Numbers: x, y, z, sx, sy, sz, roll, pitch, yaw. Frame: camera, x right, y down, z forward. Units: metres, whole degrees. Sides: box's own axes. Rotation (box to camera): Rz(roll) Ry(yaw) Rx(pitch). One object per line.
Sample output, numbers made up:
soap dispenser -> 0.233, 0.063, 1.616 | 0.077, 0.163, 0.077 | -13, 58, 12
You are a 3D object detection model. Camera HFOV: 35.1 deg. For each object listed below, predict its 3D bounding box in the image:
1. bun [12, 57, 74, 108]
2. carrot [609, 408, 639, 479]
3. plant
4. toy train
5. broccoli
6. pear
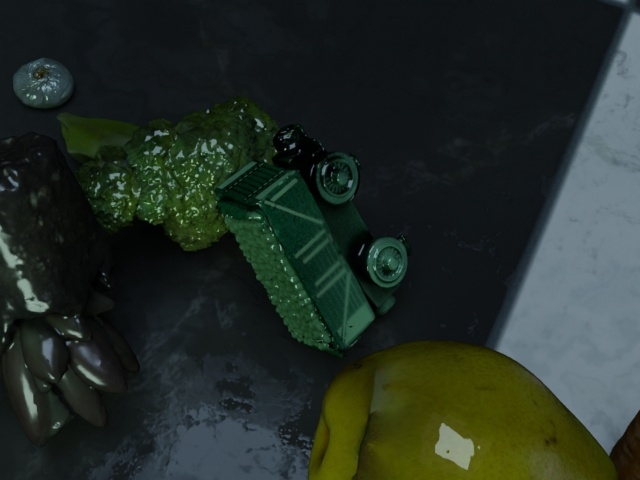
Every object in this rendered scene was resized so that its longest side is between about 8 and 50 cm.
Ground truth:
bun -> -0.383, -0.219, 1.395 | 0.083, 0.045, 0.083 | 0, 66, -1
carrot -> 0.369, 0.199, 1.081 | 0.072, 0.205, 0.072 | 3, 49, -3
plant -> -0.309, 0.053, 1.106 | 0.194, 0.320, 0.181 | -3, 28, 19
toy train -> 0.000, 0.000, 1.162 | 0.154, 0.269, 0.115 | -43, 32, -25
broccoli -> -0.199, -0.068, 1.251 | 0.302, 0.186, 0.254 | -10, 24, 15
pear -> 0.156, 0.231, 1.030 | 0.337, 0.285, 0.284 | -5, 60, -20
